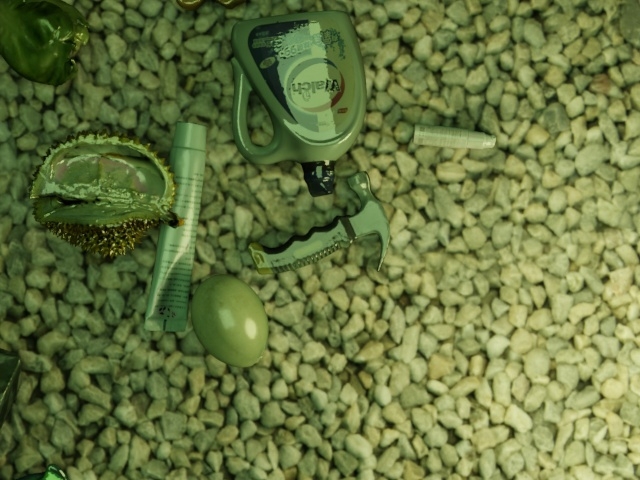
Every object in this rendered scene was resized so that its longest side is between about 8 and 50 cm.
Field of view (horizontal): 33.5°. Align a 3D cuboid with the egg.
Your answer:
[{"bbox_3d":[-0.140,0.126,1.651,0.114,0.114,0.152,-28,92,0],"label":"egg"}]

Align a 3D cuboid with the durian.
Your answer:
[{"bbox_3d":[-0.316,-0.067,1.641,0.237,0.138,0.194,25,87,3],"label":"durian"}]

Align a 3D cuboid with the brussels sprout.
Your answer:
[{"bbox_3d":[-0.448,-0.322,1.666,0.181,0.100,0.139,35,103,-3],"label":"brussels sprout"}]

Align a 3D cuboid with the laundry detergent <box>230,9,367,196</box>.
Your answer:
[{"bbox_3d":[-0.033,-0.206,1.656,0.214,0.105,0.281,-5,91,3],"label":"laundry detergent"}]

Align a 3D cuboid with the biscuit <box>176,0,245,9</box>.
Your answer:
[{"bbox_3d":[-0.212,-0.452,1.692,0.225,0.036,0.166,15,86,2],"label":"biscuit"}]

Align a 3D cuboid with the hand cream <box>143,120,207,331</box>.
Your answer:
[{"bbox_3d":[-0.221,-0.021,1.675,0.058,0.085,0.331,4,87,40],"label":"hand cream"}]

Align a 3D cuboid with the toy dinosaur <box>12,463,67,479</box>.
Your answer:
[{"bbox_3d":[-0.636,0.300,1.644,0.374,0.144,0.500,-24,94,-5],"label":"toy dinosaur"}]

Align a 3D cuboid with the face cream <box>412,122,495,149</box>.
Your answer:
[{"bbox_3d":[0.213,-0.163,1.691,0.130,0.034,0.034,6,90,1],"label":"face cream"}]

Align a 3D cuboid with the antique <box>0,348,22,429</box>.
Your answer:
[{"bbox_3d":[-0.528,0.252,1.632,0.088,0.086,0.183,17,56,-2],"label":"antique"}]

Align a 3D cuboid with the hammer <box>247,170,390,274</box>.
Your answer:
[{"bbox_3d":[0.000,0.000,1.689,0.226,0.041,0.159,-21,88,-1],"label":"hammer"}]
